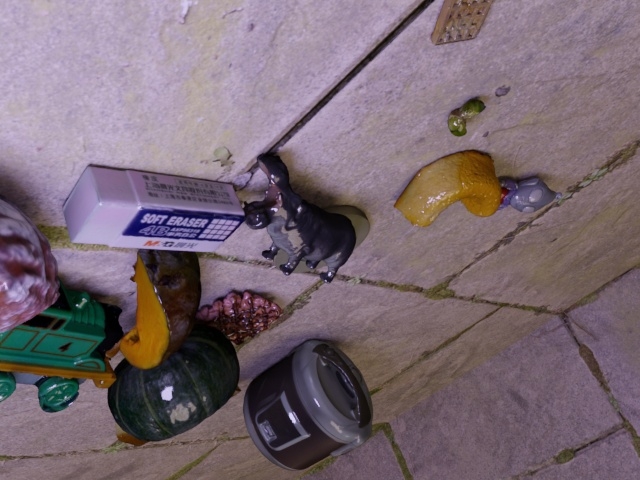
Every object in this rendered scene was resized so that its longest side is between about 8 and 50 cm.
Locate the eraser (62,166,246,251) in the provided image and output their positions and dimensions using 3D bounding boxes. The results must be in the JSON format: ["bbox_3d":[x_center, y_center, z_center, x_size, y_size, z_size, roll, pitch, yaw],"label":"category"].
[{"bbox_3d":[-0.283,-0.047,1.280,0.287,0.086,0.130,4,143,-43],"label":"eraser"}]

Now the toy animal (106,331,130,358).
[{"bbox_3d":[-0.455,0.247,1.684,0.083,0.081,0.060,5,149,-14],"label":"toy animal"}]

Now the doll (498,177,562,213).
[{"bbox_3d":[0.497,-0.112,1.815,0.227,0.075,0.102,2,135,-21],"label":"doll"}]

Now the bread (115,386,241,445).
[{"bbox_3d":[-0.414,0.478,2.120,0.361,0.077,0.138,-30,153,10],"label":"bread"}]

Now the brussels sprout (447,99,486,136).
[{"bbox_3d":[0.280,-0.242,1.442,0.051,0.046,0.083,7,130,-40],"label":"brussels sprout"}]

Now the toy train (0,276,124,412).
[{"bbox_3d":[-0.531,0.174,1.397,0.249,0.178,0.429,-45,149,13],"label":"toy train"}]

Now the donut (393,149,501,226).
[{"bbox_3d":[0.300,-0.120,1.625,0.259,0.101,0.152,-9,144,-19],"label":"donut"}]

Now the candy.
[{"bbox_3d":[-0.485,0.025,1.086,0.157,0.214,0.289,-26,177,-3],"label":"candy"}]

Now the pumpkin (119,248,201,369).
[{"bbox_3d":[-0.288,0.136,1.487,0.169,0.148,0.312,-23,150,-41],"label":"pumpkin"}]

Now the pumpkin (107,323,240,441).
[{"bbox_3d":[-0.319,0.316,1.639,0.300,0.207,0.300,-27,-171,4],"label":"pumpkin"}]

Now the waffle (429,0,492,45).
[{"bbox_3d":[0.234,-0.373,1.190,0.092,0.021,0.135,-12,152,-19],"label":"waffle"}]

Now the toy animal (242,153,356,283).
[{"bbox_3d":[-0.048,-0.023,1.431,0.168,0.106,0.343,-51,143,0],"label":"toy animal"}]

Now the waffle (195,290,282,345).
[{"bbox_3d":[-0.209,0.194,1.808,0.221,0.055,0.234,-38,146,29],"label":"waffle"}]

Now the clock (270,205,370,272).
[{"bbox_3d":[0.000,0.000,1.661,0.235,0.029,0.235,-20,154,-10],"label":"clock"}]

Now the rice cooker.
[{"bbox_3d":[-0.025,0.483,2.172,0.325,0.335,0.335,-35,151,24],"label":"rice cooker"}]
